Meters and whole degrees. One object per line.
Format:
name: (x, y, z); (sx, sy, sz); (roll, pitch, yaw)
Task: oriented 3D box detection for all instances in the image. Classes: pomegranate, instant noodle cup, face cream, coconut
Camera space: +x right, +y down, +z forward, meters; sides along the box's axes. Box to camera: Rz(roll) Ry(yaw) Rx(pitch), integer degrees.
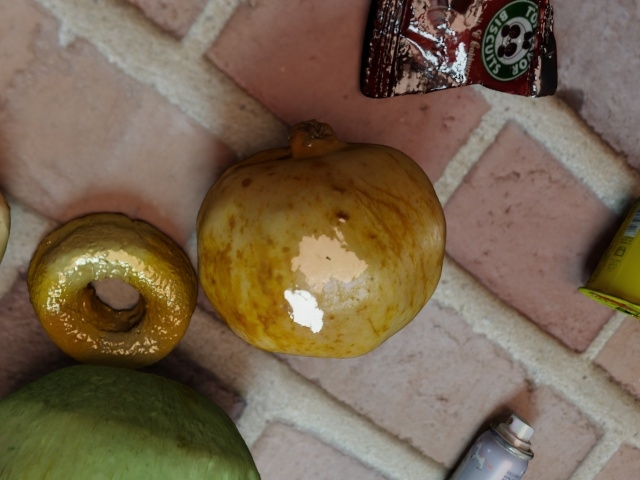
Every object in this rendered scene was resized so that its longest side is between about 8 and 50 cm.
pomegranate: (0.000, 0.000, 0.733); (0.248, 0.248, 0.248); (-5, 109, -15)
instant noodle cup: (0.430, 0.032, 0.905); (0.182, 0.182, 0.144); (23, 91, -22)
face cream: (0.207, 0.331, 0.983); (0.075, 0.075, 0.229); (30, 97, -23)
coconut: (-0.210, 0.293, 0.714); (0.328, 0.281, 0.329); (16, 70, -50)

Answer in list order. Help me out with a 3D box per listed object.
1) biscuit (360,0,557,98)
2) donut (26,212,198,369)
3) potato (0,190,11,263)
biscuit: (0.162, -0.226, 0.793); (0.235, 0.063, 0.151); (-6, 121, -20)
donut: (-0.214, 0.060, 0.769); (0.178, 0.065, 0.162); (33, 96, -24)
potato: (-0.362, 0.014, 0.688); (0.109, 0.118, 0.178); (42, 108, 10)
